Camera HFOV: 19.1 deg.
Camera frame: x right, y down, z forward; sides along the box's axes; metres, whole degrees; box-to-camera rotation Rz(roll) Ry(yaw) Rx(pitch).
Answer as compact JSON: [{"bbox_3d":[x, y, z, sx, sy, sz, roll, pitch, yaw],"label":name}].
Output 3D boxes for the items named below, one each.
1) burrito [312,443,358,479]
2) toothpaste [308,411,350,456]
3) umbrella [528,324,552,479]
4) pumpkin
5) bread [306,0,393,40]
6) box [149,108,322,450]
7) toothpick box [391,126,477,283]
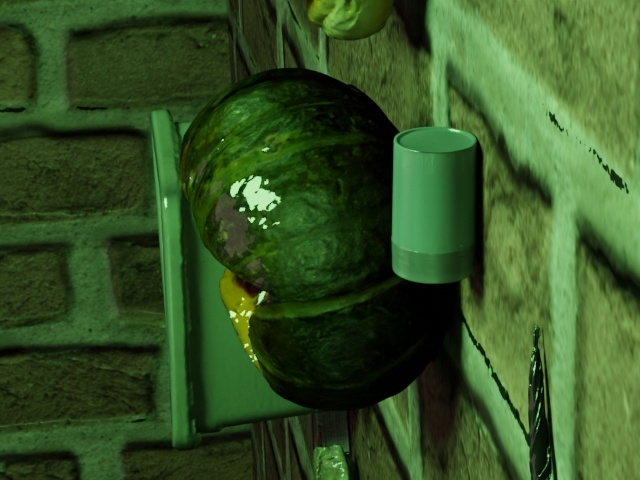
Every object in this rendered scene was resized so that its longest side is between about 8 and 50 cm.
[{"bbox_3d":[0.023,0.277,1.844,0.051,0.042,0.171,120,145,-62],"label":"burrito"},{"bbox_3d":[0.003,0.122,1.930,0.047,0.040,0.196,-163,69,-86],"label":"toothpaste"},{"bbox_3d":[0.112,0.119,0.986,0.022,0.022,0.149,-11,81,41],"label":"umbrella"},{"bbox_3d":[0.002,-0.002,1.283,0.238,0.159,0.238,61,172,14],"label":"pumpkin"},{"bbox_3d":[-0.001,-0.259,1.292,0.198,0.120,0.236,95,168,-48],"label":"bread"},{"bbox_3d":[-0.060,0.035,1.781,0.175,0.182,0.312,-102,10,-54],"label":"box"},{"bbox_3d":[0.068,-0.021,1.138,0.052,0.052,0.083,-109,17,-67],"label":"toothpick box"}]
